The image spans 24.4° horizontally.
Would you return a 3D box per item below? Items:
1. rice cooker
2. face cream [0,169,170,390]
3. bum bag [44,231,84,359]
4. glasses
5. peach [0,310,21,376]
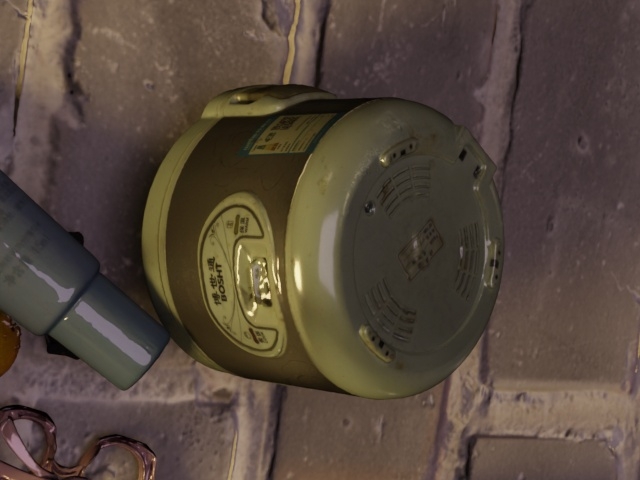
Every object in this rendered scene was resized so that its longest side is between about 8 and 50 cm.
[{"bbox_3d":[-0.003,0.000,1.368,0.288,0.277,0.288,-6,99,-45],"label":"rice cooker"},{"bbox_3d":[-0.299,-0.012,1.307,0.385,0.086,0.135,40,76,-9],"label":"face cream"},{"bbox_3d":[-0.238,0.052,1.384,0.058,0.034,0.124,-17,103,-25],"label":"bum bag"},{"bbox_3d":[-0.236,0.258,1.375,0.255,0.095,0.162,23,93,-25],"label":"glasses"},{"bbox_3d":[-0.322,0.091,1.331,0.098,0.061,0.098,21,55,-34],"label":"peach"}]
